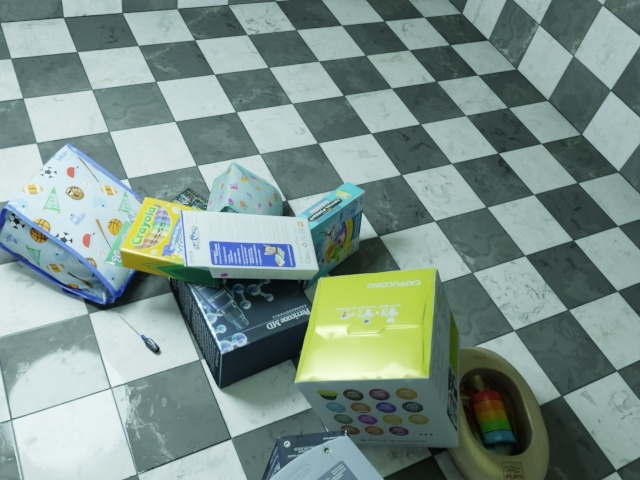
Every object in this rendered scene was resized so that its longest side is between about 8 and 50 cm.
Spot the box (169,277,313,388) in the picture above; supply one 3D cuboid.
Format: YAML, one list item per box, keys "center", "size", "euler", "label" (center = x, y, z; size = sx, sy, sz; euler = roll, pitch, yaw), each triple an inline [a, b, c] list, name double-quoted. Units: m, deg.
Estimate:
- center: [-0.234, 0.171, 1.826]
  size: [0.293, 0.212, 0.396]
  euler: [-19, 58, -24]
  label: "box"

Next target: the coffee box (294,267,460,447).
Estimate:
- center: [0.170, 0.310, 1.660]
  size: [0.337, 0.334, 0.338]
  euler: [-7, 44, 22]
  label: "coffee box"

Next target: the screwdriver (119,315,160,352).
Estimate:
- center: [-0.524, 0.266, 1.806]
  size: [0.169, 0.024, 0.025]
  euler: [34, 22, 16]
  label: "screwdriver"

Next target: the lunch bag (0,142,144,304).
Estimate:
- center: [-0.697, -0.030, 1.863]
  size: [0.385, 0.239, 0.328]
  euler: [35, 46, -14]
  label: "lunch bag"

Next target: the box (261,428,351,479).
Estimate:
- center: [-0.019, 0.634, 1.439]
  size: [0.182, 0.296, 0.294]
  euler: [-2, 51, -16]
  label: "box"

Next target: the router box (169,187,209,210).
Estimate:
- center: [-0.434, -0.114, 2.136]
  size: [0.122, 0.038, 0.092]
  euler: [34, 50, 15]
  label: "router box"

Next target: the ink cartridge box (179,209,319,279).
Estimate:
- center: [-0.194, 0.014, 1.695]
  size: [0.370, 0.069, 0.176]
  euler: [4, 56, -27]
  label: "ink cartridge box"

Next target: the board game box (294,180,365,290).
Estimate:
- center: [0.000, 0.000, 2.002]
  size: [0.079, 0.254, 0.336]
  euler: [32, 49, 28]
  label: "board game box"

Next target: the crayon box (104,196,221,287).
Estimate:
- center: [-0.410, -0.001, 1.743]
  size: [0.322, 0.083, 0.203]
  euler: [12, 50, 0]
  label: "crayon box"

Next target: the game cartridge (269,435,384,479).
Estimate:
- center: [-0.010, 0.544, 1.289]
  size: [0.297, 0.062, 0.198]
  euler: [-28, 58, -31]
  label: "game cartridge"

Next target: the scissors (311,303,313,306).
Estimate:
- center: [-0.046, 0.220, 1.965]
  size: [0.296, 0.021, 0.109]
  euler: [1, 50, -14]
  label: "scissors"

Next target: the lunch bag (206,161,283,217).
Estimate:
- center: [-0.236, -0.095, 2.089]
  size: [0.262, 0.160, 0.224]
  euler: [33, 40, -31]
  label: "lunch bag"

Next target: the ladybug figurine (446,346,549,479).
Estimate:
- center: [0.462, 0.517, 1.750]
  size: [0.304, 0.162, 0.450]
  euler: [4, 49, -10]
  label: "ladybug figurine"
